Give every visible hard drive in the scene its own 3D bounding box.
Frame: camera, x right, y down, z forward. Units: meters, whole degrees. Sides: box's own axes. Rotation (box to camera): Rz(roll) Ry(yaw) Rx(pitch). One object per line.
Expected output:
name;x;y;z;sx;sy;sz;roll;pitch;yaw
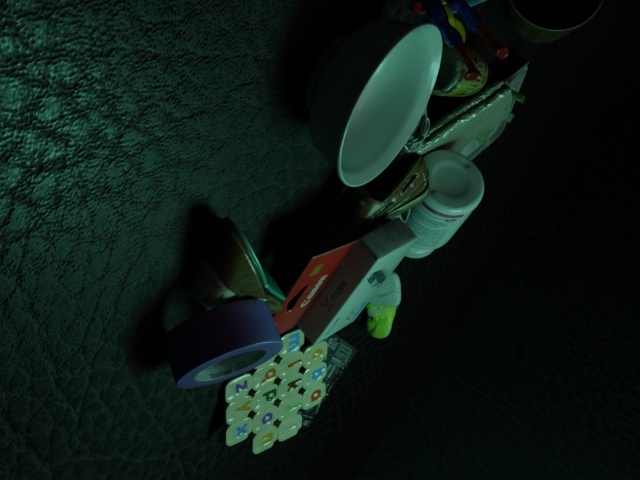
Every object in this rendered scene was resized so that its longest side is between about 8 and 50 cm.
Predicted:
hard drive;0.410;-0.319;2.293;0.339;0.064;0.237;-39;153;-45

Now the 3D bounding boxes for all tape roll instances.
tape roll;-0.163;0.174;1.494;0.189;0.080;0.189;-22;162;-7

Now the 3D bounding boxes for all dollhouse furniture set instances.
dollhouse furniture set;0.445;-0.301;2.217;0.151;0.059;0.076;-60;160;3

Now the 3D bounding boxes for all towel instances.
towel;0.310;-0.253;2.026;0.282;0.049;0.187;-34;164;1

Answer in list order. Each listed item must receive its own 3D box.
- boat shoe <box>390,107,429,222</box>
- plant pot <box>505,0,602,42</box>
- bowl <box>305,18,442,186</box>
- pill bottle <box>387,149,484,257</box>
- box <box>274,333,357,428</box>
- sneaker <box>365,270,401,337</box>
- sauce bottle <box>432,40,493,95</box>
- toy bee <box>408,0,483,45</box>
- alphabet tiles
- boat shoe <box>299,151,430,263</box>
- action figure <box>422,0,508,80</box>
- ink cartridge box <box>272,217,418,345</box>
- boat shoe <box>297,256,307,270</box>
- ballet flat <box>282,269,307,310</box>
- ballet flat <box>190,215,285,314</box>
boat shoe;0.174;-0.178;1.876;0.118;0.103;0.320;-37;151;-45
plant pot;0.514;-0.542;2.051;0.215;0.215;0.230;-57;174;-6
bowl;0.068;-0.249;1.483;0.298;0.134;0.298;-48;158;-26
pill bottle;0.255;-0.074;2.070;0.160;0.160;0.283;-48;173;-28
box;-0.033;0.325;2.152;0.242;0.076;0.307;-57;160;-4
sneaker;0.174;0.146;2.403;0.126;0.091;0.240;-64;170;-48
sauce bottle;0.293;-0.360;1.886;0.344;0.111;0.111;-21;138;-63
toy bee;0.199;-0.432;1.490;0.162;0.195;0.298;-23;170;-10
alphabet tiles;-0.097;0.326;1.940;0.278;0.021;0.284;-20;124;-36
boat shoe;0.078;-0.073;1.763;0.307;0.111;0.104;-37;146;-13
action figure;0.165;-0.381;1.346;0.091;0.280;0.139;-37;165;22
ink cartridge box;0.030;0.103;1.760;0.261;0.066;0.296;-25;157;-44
boat shoe;0.000;-0.001;1.825;0.153;0.048;0.056;-47;168;-13
ballet flat;-0.012;0.074;1.848;0.188;0.070;0.070;-41;154;-23
ballet flat;-0.149;0.071;1.506;0.124;0.116;0.342;-36;161;-5
